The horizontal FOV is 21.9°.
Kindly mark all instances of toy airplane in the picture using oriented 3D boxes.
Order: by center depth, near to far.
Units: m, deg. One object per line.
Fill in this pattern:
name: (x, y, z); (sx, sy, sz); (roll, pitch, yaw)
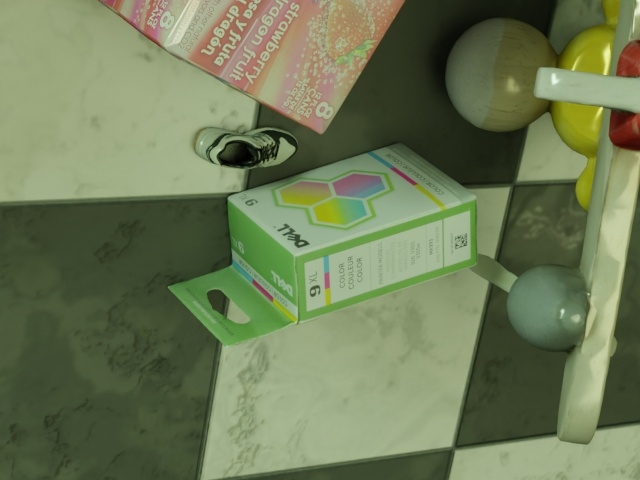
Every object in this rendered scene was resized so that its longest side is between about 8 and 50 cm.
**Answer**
toy airplane: (0.210, -0.102, 1.185); (0.384, 0.272, 0.386); (74, 35, -47)

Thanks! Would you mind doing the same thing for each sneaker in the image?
sneaker: (-0.049, -0.062, 1.195); (0.083, 0.037, 0.032); (-4, 114, -32)

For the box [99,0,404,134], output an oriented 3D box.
box: (-0.004, -0.243, 1.055); (0.142, 0.154, 0.300); (26, 98, -38)

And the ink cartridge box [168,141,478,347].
ink cartridge box: (0.000, 0.000, 1.212); (0.209, 0.109, 0.062); (-18, 122, -23)
